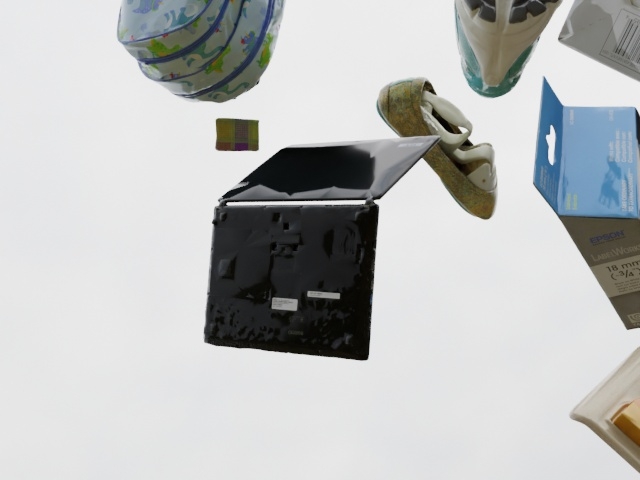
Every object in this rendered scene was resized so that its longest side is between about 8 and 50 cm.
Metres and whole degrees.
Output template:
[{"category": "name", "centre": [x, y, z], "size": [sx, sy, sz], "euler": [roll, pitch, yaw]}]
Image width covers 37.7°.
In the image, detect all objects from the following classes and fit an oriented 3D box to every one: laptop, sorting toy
[{"category": "laptop", "centre": [0.000, 0.000, 1.098], "size": [0.234, 0.264, 0.136], "euler": [0, -6, 37]}, {"category": "sorting toy", "centre": [0.387, 0.201, 0.973], "size": [0.193, 0.208, 0.038], "euler": [-25, -34, -44]}]

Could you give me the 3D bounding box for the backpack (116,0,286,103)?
[{"category": "backpack", "centre": [-0.189, -0.397, 1.513], "size": [0.290, 0.355, 0.273], "euler": [-1, -4, 24]}]

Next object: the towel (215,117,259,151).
[{"category": "towel", "centre": [-0.149, -0.189, 1.672], "size": [0.083, 0.009, 0.060], "euler": [2, -80, 11]}]

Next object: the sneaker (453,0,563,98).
[{"category": "sneaker", "centre": [0.149, -0.237, 0.783], "size": [0.107, 0.275, 0.110], "euler": [10, -34, 8]}]

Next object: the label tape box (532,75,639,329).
[{"category": "label tape box", "centre": [0.436, -0.066, 1.374], "size": [0.106, 0.241, 0.334], "euler": [-17, -50, 32]}]

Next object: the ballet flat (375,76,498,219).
[{"category": "ballet flat", "centre": [0.242, -0.163, 1.676], "size": [0.123, 0.123, 0.348], "euler": [-37, -61, 18]}]

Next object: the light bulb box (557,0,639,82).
[{"category": "light bulb box", "centre": [0.692, -0.369, 1.670], "size": [0.361, 0.358, 0.225], "euler": [0, -59, -44]}]
